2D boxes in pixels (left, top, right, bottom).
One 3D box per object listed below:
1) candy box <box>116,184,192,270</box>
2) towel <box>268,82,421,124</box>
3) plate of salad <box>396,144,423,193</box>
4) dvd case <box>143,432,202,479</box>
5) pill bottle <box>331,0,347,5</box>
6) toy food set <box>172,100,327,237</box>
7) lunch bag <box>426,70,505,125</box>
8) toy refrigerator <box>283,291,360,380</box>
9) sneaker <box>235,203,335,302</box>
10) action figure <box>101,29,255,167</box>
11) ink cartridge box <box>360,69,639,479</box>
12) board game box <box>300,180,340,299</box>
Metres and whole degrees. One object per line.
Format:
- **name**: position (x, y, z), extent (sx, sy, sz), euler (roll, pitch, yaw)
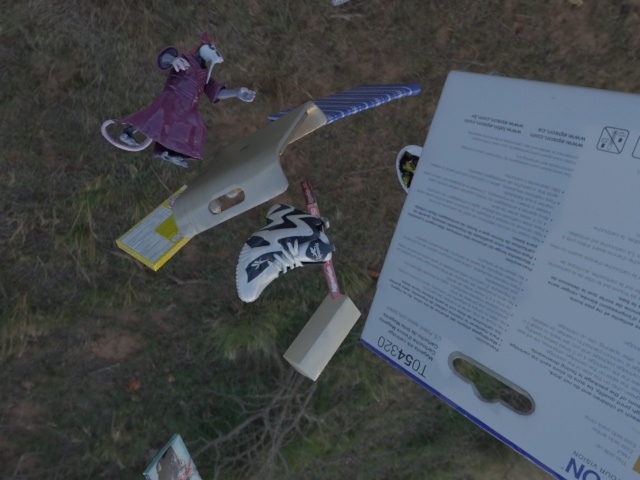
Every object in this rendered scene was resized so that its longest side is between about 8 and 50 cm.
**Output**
- **candy box**: position (-0.319, -0.033, 1.000), extent (0.206, 0.105, 0.027), euler (-50, 161, -35)
- **towel**: position (0.062, -0.342, 1.193), extent (0.336, 0.243, 0.040), euler (-27, 117, -27)
- **plate of salad**: position (0.320, -0.209, 1.457), extent (0.199, 0.200, 0.048), euler (12, 159, -28)
- **dvd case**: position (-0.244, 0.404, 0.790), extent (0.013, 0.087, 0.119), euler (-9, 109, 24)
- **pill bottle**: position (0.024, -0.657, 1.035), extent (0.131, 0.131, 0.229), euler (-28, 105, -3)
- **toy food set**: position (-0.112, -0.131, 0.852), extent (0.219, 0.306, 0.092), euler (-22, 116, 26)
- **lunch bag**: position (0.553, -0.406, 1.572), extent (0.287, 0.235, 0.169), euler (-42, 153, 19)
- **toy refrigerator**: position (0.006, 0.303, 1.517), extent (0.269, 0.094, 0.102), euler (-53, 128, -22)
- **sneaker**: position (-0.055, 0.027, 0.906), extent (0.153, 0.235, 0.094), euler (7, 132, 21)
- **action figure**: position (-0.367, -0.386, 1.260), extent (0.248, 0.275, 0.370), euler (33, 70, -48)
- **ink cartridge box**: position (0.217, 0.026, 0.447), extent (0.071, 0.324, 0.330), euler (1, 110, -46)
- **board game box**: position (0.000, 0.000, 1.204), extent (0.027, 0.145, 0.281), euler (-16, 120, -2)
